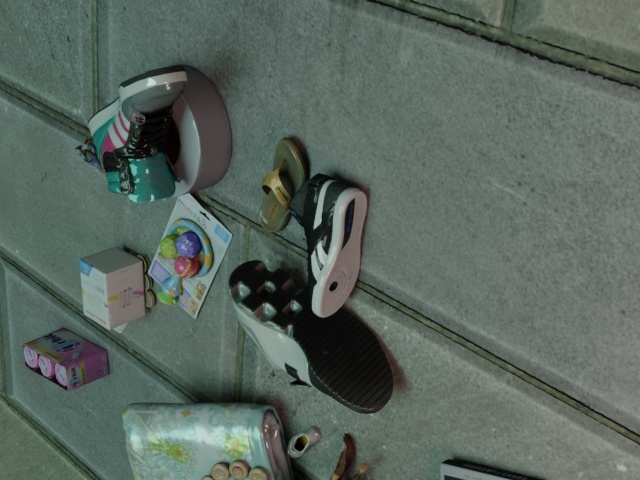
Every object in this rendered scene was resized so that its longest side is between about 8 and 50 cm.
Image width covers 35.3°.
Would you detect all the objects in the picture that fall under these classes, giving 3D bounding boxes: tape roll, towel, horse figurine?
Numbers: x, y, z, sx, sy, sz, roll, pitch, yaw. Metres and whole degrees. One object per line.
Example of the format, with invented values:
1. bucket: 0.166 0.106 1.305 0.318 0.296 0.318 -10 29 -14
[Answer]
1. tape roll: -0.250 -0.188 1.732 0.219 0.072 0.219 21 121 41
2. towel: -0.196 0.479 1.866 0.320 0.090 0.375 -6 102 25
3. horse figurine: -0.003 0.447 1.640 0.066 0.263 0.174 32 144 3

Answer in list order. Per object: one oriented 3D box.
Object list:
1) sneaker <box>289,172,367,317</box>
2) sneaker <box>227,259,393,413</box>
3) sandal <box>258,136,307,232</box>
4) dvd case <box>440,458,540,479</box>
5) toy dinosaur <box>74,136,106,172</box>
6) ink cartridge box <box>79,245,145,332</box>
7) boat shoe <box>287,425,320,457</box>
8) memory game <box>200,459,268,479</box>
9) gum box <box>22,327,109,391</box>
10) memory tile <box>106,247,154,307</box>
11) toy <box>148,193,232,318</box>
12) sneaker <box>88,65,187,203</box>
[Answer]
1. sneaker: 0.000 0.000 1.551 0.121 0.079 0.217 32 119 38
2. sneaker: -0.014 0.174 1.621 0.330 0.122 0.146 40 150 27
3. sandal: -0.069 -0.080 1.603 0.072 0.049 0.180 44 133 25
4. dvd case: 0.256 0.452 1.467 0.179 0.029 0.239 3 99 43
5. toy dinosaur: -0.443 -0.164 1.988 0.082 0.047 0.090 52 170 5
6. ink cartridge box: -0.411 0.101 1.991 0.092 0.090 0.143 25 124 39
7. boat shoe: -0.038 0.358 1.766 0.035 0.035 0.100 58 138 11
8. memory game: -0.137 0.474 1.782 0.186 0.012 0.186 7 108 21
9. gum box: -0.568 0.261 2.233 0.188 0.107 0.062 18 119 42
10. memory tile: -0.385 0.074 2.031 0.148 0.012 0.113 8 112 45
11. toy: -0.255 0.034 1.839 0.137 0.056 0.237 42 135 16
12. sneaker: -0.280 -0.155 1.625 0.295 0.123 0.178 -25 82 56
